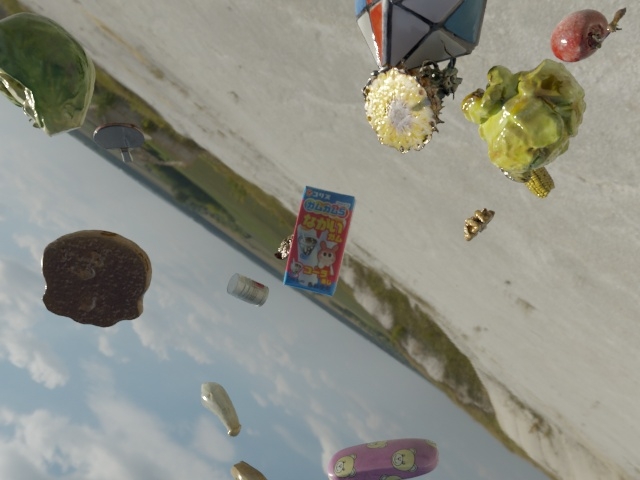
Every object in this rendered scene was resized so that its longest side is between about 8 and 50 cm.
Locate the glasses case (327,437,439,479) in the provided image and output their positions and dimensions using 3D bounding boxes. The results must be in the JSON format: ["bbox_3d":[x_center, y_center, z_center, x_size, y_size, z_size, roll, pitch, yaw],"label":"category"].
[{"bbox_3d":[0.171,0.612,1.455,0.123,0.316,0.075,-47,-59,-71],"label":"glasses case"}]

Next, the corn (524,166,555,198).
[{"bbox_3d":[0.765,-0.299,1.982,0.318,0.115,0.115,52,176,6],"label":"corn"}]

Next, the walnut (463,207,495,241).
[{"bbox_3d":[0.573,-0.062,1.922,0.069,0.143,0.170,48,-172,14],"label":"walnut"}]

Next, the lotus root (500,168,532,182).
[{"bbox_3d":[0.600,-0.210,1.611,0.099,0.049,0.054,28,144,33],"label":"lotus root"}]

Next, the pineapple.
[{"bbox_3d":[0.291,-0.421,1.498,0.262,0.272,0.262,30,140,29],"label":"pineapple"}]

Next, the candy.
[{"bbox_3d":[0.000,0.000,1.573,0.157,0.305,0.100,14,-179,4],"label":"candy"}]

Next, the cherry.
[{"bbox_3d":[0.524,-0.405,1.011,0.090,0.107,0.225,52,179,-11],"label":"cherry"}]

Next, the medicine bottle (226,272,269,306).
[{"bbox_3d":[-0.181,0.124,1.310,0.091,0.058,0.058,29,179,-30],"label":"medicine bottle"}]

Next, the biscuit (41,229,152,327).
[{"bbox_3d":[-0.572,0.097,1.346,0.273,0.257,0.049,9,-165,0],"label":"biscuit"}]

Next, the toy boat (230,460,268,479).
[{"bbox_3d":[-0.216,0.768,1.654,0.064,0.072,0.206,-9,-166,-39],"label":"toy boat"}]

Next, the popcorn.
[{"bbox_3d":[0.482,-0.300,1.240,0.276,0.276,0.225,33,-167,25],"label":"popcorn"}]

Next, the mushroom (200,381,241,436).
[{"bbox_3d":[-0.397,0.659,2.080,0.270,0.103,0.118,37,141,47],"label":"mushroom"}]

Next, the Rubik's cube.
[{"bbox_3d":[0.279,-0.701,1.494,0.305,0.310,0.307,80,172,-59],"label":"Rubik's cube"}]

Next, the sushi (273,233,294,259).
[{"bbox_3d":[-0.105,0.014,1.779,0.055,0.120,0.052,48,-151,6],"label":"sushi"}]

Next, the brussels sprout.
[{"bbox_3d":[-0.431,-0.263,0.824,0.183,0.145,0.131,52,163,-27],"label":"brussels sprout"}]

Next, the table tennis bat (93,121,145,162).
[{"bbox_3d":[-0.552,-0.270,1.457,0.130,0.019,0.220,-6,165,-13],"label":"table tennis bat"}]
